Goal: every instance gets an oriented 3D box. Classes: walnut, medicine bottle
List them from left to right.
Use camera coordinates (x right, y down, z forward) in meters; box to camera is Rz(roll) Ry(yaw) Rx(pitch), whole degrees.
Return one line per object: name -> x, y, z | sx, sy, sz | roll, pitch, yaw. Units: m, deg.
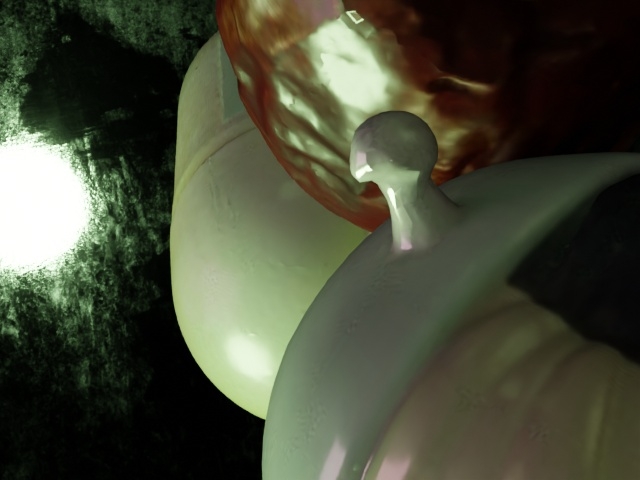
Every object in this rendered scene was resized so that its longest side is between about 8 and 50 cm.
medicine bottle -> 0.000, 0.000, 0.930 | 0.406, 0.236, 0.235 | -98, 1, -52
walnut -> 0.078, -0.122, 0.556 | 0.222, 0.244, 0.269 | 41, 167, -3

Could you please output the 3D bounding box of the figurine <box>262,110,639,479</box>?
figurine -> 0.080, 0.114, 0.503 | 0.253, 0.211, 0.361 | -60, -11, -25
